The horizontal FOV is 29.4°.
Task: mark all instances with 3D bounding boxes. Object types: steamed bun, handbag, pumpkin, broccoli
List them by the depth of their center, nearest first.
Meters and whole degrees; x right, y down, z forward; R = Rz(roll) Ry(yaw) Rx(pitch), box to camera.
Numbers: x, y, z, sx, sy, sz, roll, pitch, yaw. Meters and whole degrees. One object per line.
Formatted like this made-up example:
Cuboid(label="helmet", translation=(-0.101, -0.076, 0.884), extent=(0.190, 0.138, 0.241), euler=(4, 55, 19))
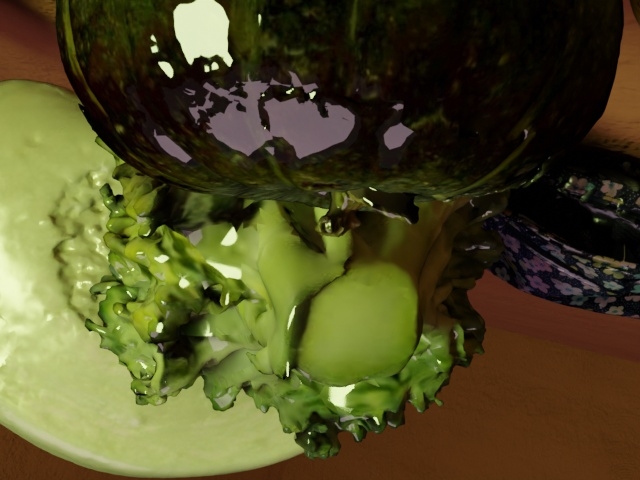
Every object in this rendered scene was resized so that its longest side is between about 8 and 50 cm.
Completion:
Cuboid(label="pumpkin", translation=(0.005, -0.082, 0.508), extent=(0.238, 0.159, 0.238), euler=(1, 169, 0))
Cuboid(label="broccoli", translation=(-0.006, -0.005, 0.900), extent=(0.334, 0.323, 0.272), euler=(9, 168, -16))
Cuboid(label="handbag", translation=(0.241, -0.008, 1.087), extent=(0.229, 0.126, 0.208), euler=(18, 167, 4))
Cuboid(label="steamed bun", translation=(-0.191, 0.061, 1.164), extent=(0.456, 0.289, 0.371), euler=(25, 171, -11))

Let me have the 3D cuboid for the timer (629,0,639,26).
Cuboid(label="timer", translation=(0.175, -0.107, 0.479), extent=(0.107, 0.107, 0.109), euler=(15, 154, 29))
